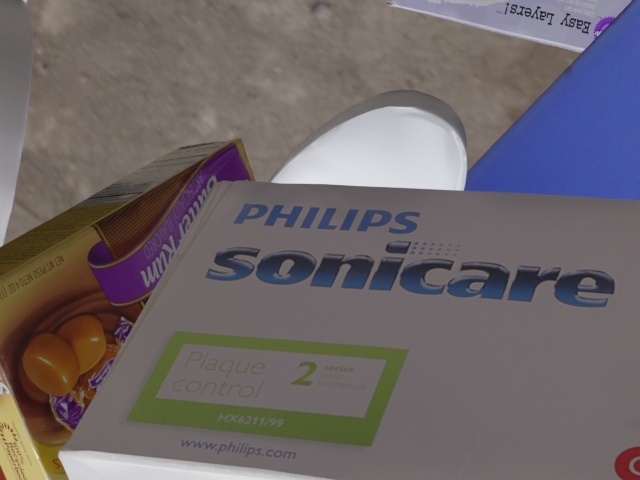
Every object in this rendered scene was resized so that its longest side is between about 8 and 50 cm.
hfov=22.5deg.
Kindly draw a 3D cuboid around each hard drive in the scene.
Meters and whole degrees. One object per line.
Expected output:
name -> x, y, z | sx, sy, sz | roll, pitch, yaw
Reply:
hard drive -> 0.224, -0.026, 1.170 | 0.040, 0.210, 0.318 | -15, 158, -38

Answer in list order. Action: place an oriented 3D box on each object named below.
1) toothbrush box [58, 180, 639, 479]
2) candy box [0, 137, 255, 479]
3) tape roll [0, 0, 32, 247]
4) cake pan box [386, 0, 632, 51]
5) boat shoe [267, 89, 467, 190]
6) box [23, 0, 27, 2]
toothbrush box -> 0.071, 0.128, 0.495 | 0.122, 0.206, 0.283 | -63, 149, -45
candy box -> -0.095, 0.035, 0.782 | 0.187, 0.053, 0.109 | -33, 111, -43
tape roll -> -0.271, -0.030, 1.037 | 0.100, 0.286, 0.286 | 11, 110, -21
cake pan box -> 0.221, -0.327, 1.640 | 0.267, 0.070, 0.245 | 14, 101, -7
boat shoe -> 0.000, 0.000, 1.042 | 0.108, 0.102, 0.301 | 26, 130, -9
box -> -0.287, -0.262, 1.196 | 0.091, 0.170, 0.130 | -29, 166, -33
